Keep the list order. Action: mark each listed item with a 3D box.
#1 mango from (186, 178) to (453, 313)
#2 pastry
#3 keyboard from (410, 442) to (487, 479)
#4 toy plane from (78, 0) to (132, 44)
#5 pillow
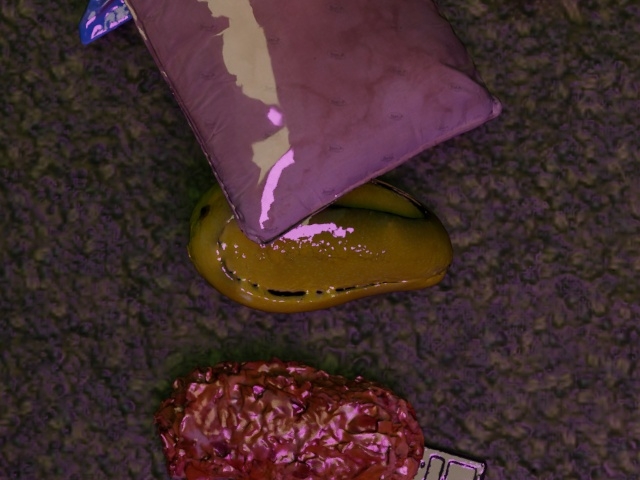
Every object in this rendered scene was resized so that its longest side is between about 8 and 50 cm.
[{"bbox_3d":[0.000,0.000,0.935,0.165,0.074,0.091,6,119,-16],"label":"mango"},{"bbox_3d":[-0.022,0.114,0.924,0.169,0.063,0.087,2,82,5],"label":"pastry"},{"bbox_3d":[0.060,0.203,0.939,0.053,0.010,0.155,16,83,3],"label":"keyboard"},{"bbox_3d":[-0.110,-0.265,0.950,0.254,0.105,0.271,-9,89,0],"label":"toy plane"},{"bbox_3d":[-0.033,-0.168,0.881,0.185,0.075,0.302,-30,95,-20],"label":"pillow"}]
